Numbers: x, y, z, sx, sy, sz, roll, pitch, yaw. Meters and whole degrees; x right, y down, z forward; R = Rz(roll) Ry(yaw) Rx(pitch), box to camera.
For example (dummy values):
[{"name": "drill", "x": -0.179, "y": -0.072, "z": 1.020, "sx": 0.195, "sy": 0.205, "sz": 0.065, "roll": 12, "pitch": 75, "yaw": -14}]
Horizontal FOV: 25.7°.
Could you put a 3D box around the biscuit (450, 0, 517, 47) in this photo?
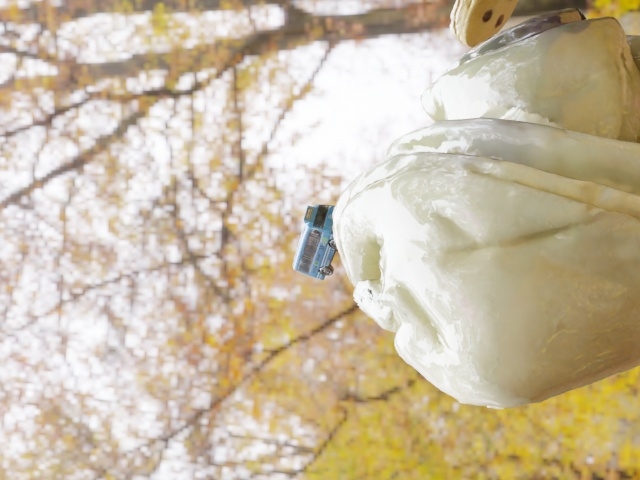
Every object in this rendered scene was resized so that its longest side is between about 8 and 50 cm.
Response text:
[{"name": "biscuit", "x": 0.202, "y": -0.291, "z": 1.365, "sx": 0.234, "sy": 0.030, "sz": 0.153, "roll": -58, "pitch": -29, "yaw": 9}]

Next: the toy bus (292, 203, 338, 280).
[{"name": "toy bus", "x": 0.000, "y": 0.000, "z": 1.408, "sx": 0.083, "sy": 0.046, "sz": 0.038, "roll": 108, "pitch": 179, "yaw": -52}]

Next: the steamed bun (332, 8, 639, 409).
[{"name": "steamed bun", "x": 0.174, "y": -0.050, "z": 1.043, "sx": 0.394, "sy": 0.347, "sz": 0.237, "roll": -32, "pitch": -63, "yaw": -58}]
